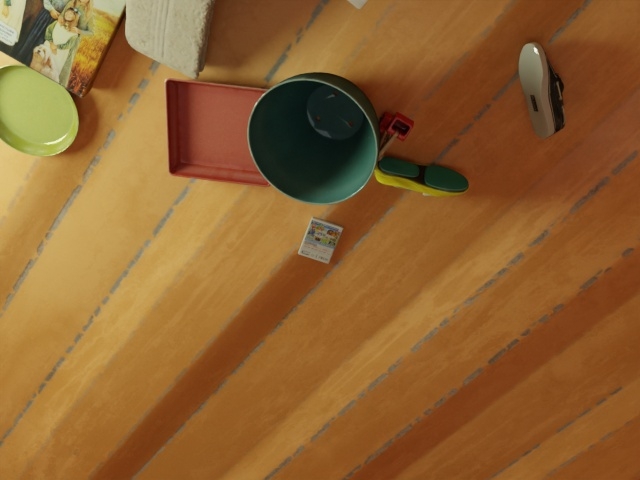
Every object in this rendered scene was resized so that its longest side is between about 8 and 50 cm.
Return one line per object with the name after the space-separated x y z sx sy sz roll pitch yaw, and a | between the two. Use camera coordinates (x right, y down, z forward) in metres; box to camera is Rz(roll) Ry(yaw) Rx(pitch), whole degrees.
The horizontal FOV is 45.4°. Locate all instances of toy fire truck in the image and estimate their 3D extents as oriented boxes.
0.142 -0.226 1.751 0.047 0.135 0.192 27 123 -12 | toy fire truck

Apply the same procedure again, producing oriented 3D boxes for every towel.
-0.320 -0.469 1.620 0.187 0.049 0.282 26 152 -4 | towel

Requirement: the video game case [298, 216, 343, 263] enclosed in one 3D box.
0.000 0.000 2.000 0.087 0.011 0.122 18 125 -5 | video game case

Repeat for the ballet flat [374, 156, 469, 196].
0.239 -0.145 1.844 0.230 0.077 0.077 14 146 0 | ballet flat

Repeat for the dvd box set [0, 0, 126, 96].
-0.565 -0.555 1.650 0.307 0.062 0.420 30 123 -14 | dvd box set

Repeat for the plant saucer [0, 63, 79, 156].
-0.696 -0.317 1.846 0.240 0.037 0.241 4 125 5 | plant saucer

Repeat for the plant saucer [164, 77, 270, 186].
-0.236 -0.262 1.824 0.258 0.048 0.259 7 126 2 | plant saucer

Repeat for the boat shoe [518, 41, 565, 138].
0.492 -0.336 1.680 0.070 0.078 0.219 -27 120 -17 | boat shoe

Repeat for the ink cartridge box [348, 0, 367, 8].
0.100 -0.585 1.549 0.115 0.067 0.198 35 120 -16 | ink cartridge box

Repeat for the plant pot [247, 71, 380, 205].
0.007 -0.252 1.700 0.290 0.195 0.290 9 123 13 | plant pot
